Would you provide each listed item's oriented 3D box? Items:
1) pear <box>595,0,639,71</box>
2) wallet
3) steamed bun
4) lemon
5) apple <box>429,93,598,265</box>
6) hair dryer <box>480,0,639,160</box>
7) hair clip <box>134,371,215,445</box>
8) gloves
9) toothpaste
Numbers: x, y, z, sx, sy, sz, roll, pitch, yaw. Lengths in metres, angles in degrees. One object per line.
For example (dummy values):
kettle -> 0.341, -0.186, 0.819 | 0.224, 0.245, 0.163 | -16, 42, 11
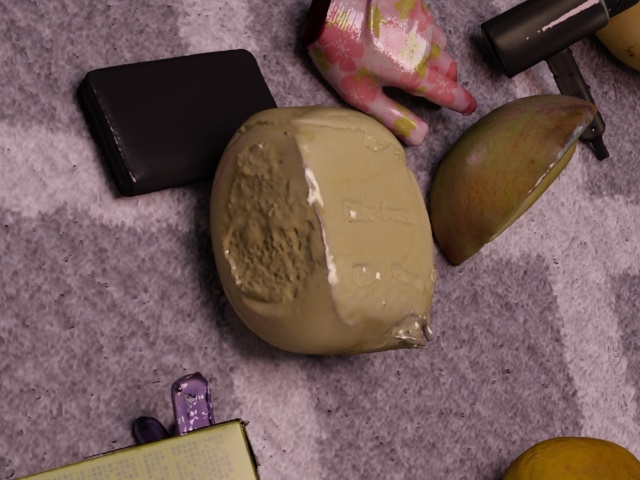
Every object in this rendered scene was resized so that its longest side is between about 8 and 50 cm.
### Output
pear -> 0.479, -0.370, 2.388 | 0.309, 0.309, 0.309 | 18, 60, -33
wallet -> -0.137, -0.129, 1.938 | 0.250, 0.044, 0.149 | -15, 76, -42
steamed bun -> 0.000, 0.000, 1.910 | 0.232, 0.166, 0.273 | -6, 80, -54
lemon -> 0.283, 0.296, 1.999 | 0.207, 0.170, 0.170 | 2, 69, -43
apple -> 0.228, -0.102, 2.130 | 0.120, 0.193, 0.265 | 43, 51, -2
hair dryer -> 0.338, -0.214, 2.304 | 0.248, 0.196, 0.078 | 61, 3, -29
hair clip -> -0.101, 0.269, 1.756 | 0.137, 0.090, 0.278 | -9, 80, -37
gloves -> 0.095, -0.211, 2.116 | 0.241, 0.126, 0.145 | 22, 52, -21
toothpaste -> -0.218, 0.237, 1.595 | 0.327, 0.110, 0.077 | -12, 78, -25
